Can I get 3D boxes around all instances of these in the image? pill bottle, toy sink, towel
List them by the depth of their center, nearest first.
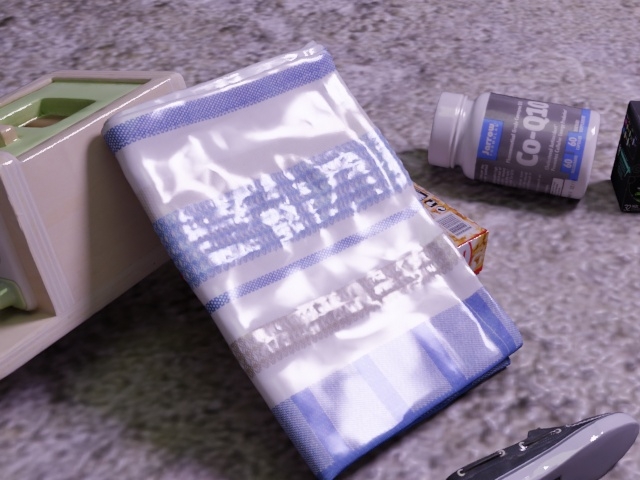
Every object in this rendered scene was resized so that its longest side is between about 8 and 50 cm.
[{"bbox_3d":[0.000,0.000,0.798,0.209,0.034,0.285,-25,77,-37],"label":"towel"},{"bbox_3d":[-0.211,-0.026,0.821,0.153,0.131,0.234,8,35,41],"label":"toy sink"},{"bbox_3d":[0.166,-0.085,0.997,0.137,0.078,0.078,11,39,10],"label":"pill bottle"}]

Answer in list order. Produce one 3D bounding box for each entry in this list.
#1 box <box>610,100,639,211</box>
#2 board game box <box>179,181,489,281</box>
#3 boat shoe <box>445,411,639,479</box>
[{"bbox_3d":[0.289,-0.071,0.984,0.062,0.083,0.052,2,39,-2],"label":"box"},{"bbox_3d":[0.011,0.010,0.894,0.193,0.045,0.147,-27,48,-32],"label":"board game box"},{"bbox_3d":[0.143,0.140,0.741,0.142,0.049,0.040,-22,45,-25],"label":"boat shoe"}]
